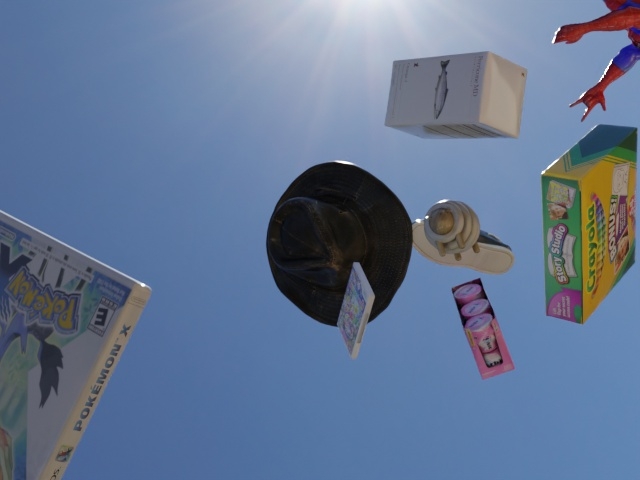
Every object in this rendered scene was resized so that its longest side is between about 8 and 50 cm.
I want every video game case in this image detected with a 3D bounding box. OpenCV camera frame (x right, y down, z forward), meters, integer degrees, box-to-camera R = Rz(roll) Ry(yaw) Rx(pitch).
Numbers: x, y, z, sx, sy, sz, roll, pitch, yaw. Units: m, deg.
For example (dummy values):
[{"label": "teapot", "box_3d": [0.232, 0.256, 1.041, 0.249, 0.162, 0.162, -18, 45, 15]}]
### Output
[{"label": "video game case", "box_3d": [0.053, 0.107, 1.323, 0.011, 0.087, 0.122, 3, -57, -18]}, {"label": "video game case", "box_3d": [-0.385, 0.137, 1.065, 0.036, 0.329, 0.300, 32, -99, -54]}]

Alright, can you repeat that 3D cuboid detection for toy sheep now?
[{"label": "toy sheep", "box_3d": [0.203, -0.018, 1.317, 0.132, 0.091, 0.091, 18, -91, -61]}]

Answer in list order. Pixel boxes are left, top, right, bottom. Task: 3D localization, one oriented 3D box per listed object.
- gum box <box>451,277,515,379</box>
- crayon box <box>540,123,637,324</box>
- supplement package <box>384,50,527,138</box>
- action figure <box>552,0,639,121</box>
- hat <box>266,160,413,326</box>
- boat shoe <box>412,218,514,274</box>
[{"label": "gum box", "box_3d": [0.292, 0.158, 1.560, 0.062, 0.188, 0.107, -21, -71, 9]}, {"label": "crayon box", "box_3d": [0.624, -0.042, 1.988, 0.313, 0.106, 0.363, -37, -53, -42]}, {"label": "supplement package", "box_3d": [0.198, -0.210, 1.275, 0.105, 0.179, 0.105, 11, -94, -44]}, {"label": "action figure", "box_3d": [0.245, -0.231, 0.837, 0.139, 0.280, 0.091, -44, -11, 13]}, {"label": "hat", "box_3d": [0.000, 0.000, 1.592, 0.134, 0.331, 0.331, 10, -86, -56]}, {"label": "boat shoe", "box_3d": [0.298, 0.002, 1.857, 0.255, 0.079, 0.095, 12, -62, -16]}]
